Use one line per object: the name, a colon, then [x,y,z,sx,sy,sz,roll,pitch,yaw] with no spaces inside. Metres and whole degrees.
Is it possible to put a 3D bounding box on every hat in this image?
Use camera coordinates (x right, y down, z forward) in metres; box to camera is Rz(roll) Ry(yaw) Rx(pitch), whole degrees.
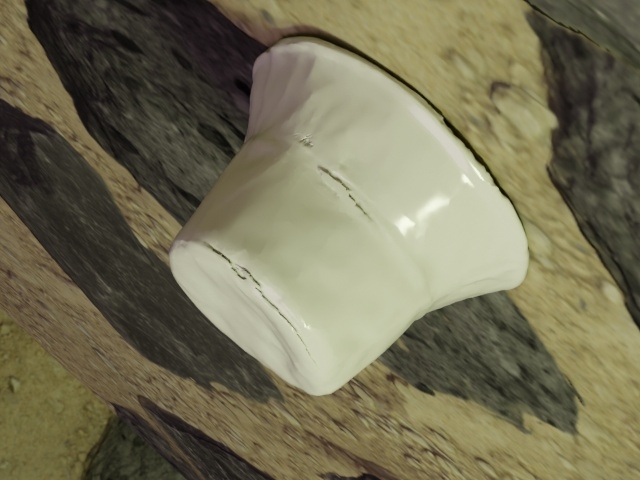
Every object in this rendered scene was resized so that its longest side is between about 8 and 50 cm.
hat: [0.000,0.000,0.904,0.203,0.126,0.203,38,160,17]
